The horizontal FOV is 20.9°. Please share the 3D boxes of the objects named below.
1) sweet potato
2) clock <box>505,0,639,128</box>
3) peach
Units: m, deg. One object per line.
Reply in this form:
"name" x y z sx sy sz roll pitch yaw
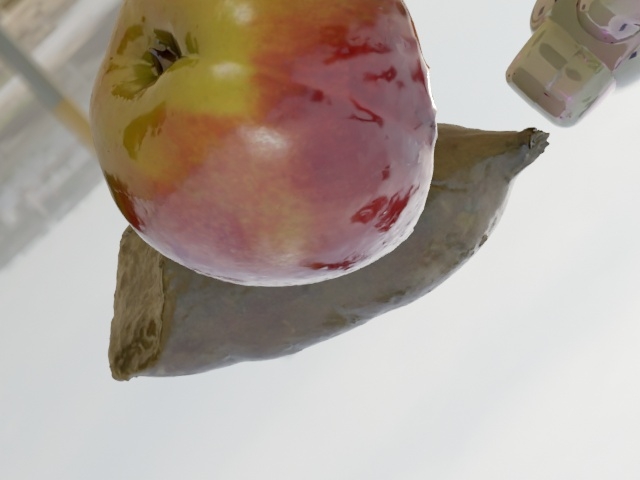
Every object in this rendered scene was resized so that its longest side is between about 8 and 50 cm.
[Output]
"sweet potato" 0.000 0.000 1.299 0.370 0.158 0.158 -14 -165 9
"clock" 0.276 -0.227 1.254 0.284 0.114 0.309 -42 171 -50
"peach" -0.015 -0.066 0.870 0.190 0.192 0.190 -13 -108 47
